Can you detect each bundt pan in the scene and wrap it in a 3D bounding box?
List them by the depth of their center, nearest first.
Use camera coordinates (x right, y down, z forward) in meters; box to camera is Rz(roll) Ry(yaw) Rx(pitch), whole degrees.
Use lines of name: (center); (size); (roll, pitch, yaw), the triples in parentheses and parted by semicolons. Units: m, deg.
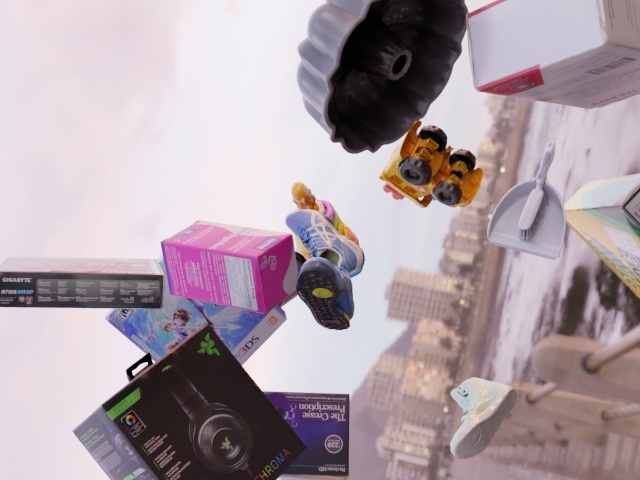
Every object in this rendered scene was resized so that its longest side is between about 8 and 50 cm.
bundt pan: (0.087, -0.313, 1.374); (0.331, 0.124, 0.331); (-34, -33, -27)

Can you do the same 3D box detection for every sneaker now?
sneaker: (0.010, 0.065, 1.314); (0.209, 0.069, 0.082); (66, -150, -59)
sneaker: (0.000, 0.000, 1.878); (0.081, 0.211, 0.080); (-27, -36, -50)
sneaker: (0.385, 0.460, 2.203); (0.256, 0.151, 0.094); (-39, -56, -31)

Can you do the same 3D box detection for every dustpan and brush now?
dustpan and brush: (0.408, -0.084, 1.586); (0.060, 0.147, 0.211); (41, -111, -56)

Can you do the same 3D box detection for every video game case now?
video game case: (-0.246, 0.150, 1.686); (0.244, 0.269, 0.061); (-46, 12, 4)

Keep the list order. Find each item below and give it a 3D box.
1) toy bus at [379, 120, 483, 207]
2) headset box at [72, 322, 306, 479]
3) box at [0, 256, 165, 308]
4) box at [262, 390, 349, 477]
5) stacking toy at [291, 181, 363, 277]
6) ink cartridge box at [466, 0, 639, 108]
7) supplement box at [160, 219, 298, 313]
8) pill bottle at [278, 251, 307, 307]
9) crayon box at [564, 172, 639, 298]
toy bus: (0.256, -0.152, 2.078); (0.211, 0.220, 0.149); (-45, 12, 54)
headset box: (-0.208, 0.305, 1.333); (0.246, 0.283, 0.131); (-37, -3, -45)
box: (-0.337, 0.058, 1.190); (0.175, 0.220, 0.051); (-158, 70, -74)
box: (-0.067, 0.436, 1.885); (0.103, 0.261, 0.184); (97, 174, -71)
stacking toy: (-0.010, -0.038, 2.073); (0.302, 0.166, 0.175); (67, -175, -45)
ink cartridge box: (0.403, -0.296, 1.260); (0.306, 0.226, 0.131); (-3, -98, -41)
supplement box: (-0.160, 0.044, 1.493); (0.111, 0.220, 0.114); (-36, -53, -50)
pill bottle: (-0.105, 0.090, 1.923); (0.219, 0.123, 0.123); (-30, -49, -67)
crayon box: (0.677, 0.034, 1.664); (0.106, 0.363, 0.313); (-45, 4, -5)
